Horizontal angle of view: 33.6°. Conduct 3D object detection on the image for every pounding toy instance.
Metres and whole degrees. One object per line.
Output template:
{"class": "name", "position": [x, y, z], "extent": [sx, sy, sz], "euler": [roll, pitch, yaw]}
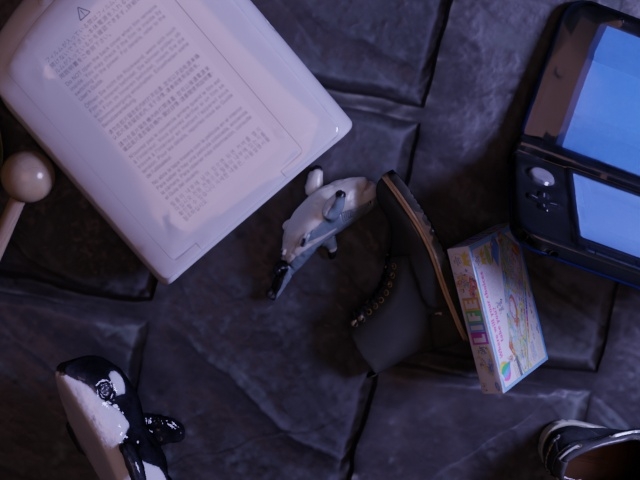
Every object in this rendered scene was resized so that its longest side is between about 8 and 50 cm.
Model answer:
{"class": "pounding toy", "position": [-0.400, -0.071, 1.038], "extent": [0.237, 0.110, 0.183], "euler": [38, 104, 4]}

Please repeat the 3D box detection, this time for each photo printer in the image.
{"class": "photo printer", "position": [-0.160, -0.148, 1.054], "extent": [0.256, 0.107, 0.307], "euler": [-41, 95, 5]}

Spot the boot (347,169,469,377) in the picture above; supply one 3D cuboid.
{"class": "boot", "position": [0.069, 0.040, 1.100], "extent": [0.137, 0.077, 0.198], "euler": [-26, 98, 8]}

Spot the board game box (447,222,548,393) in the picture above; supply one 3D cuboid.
{"class": "board game box", "position": [0.185, 0.068, 1.093], "extent": [0.026, 0.103, 0.154], "euler": [-9, 99, 39]}

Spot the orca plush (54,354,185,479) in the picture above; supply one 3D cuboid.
{"class": "orca plush", "position": [-0.171, 0.233, 1.108], "extent": [0.102, 0.151, 0.287], "euler": [-32, 94, -28]}

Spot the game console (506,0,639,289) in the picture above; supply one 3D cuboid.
{"class": "game console", "position": [0.350, -0.077, 1.046], "extent": [0.293, 0.250, 0.173], "euler": [19, 123, -3]}

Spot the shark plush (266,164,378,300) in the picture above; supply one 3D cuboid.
{"class": "shark plush", "position": [0.000, 0.000, 1.105], "extent": [0.067, 0.073, 0.161], "euler": [30, 90, -36]}

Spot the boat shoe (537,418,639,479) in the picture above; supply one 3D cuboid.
{"class": "boat shoe", "position": [0.354, 0.240, 1.128], "extent": [0.233, 0.079, 0.084], "euler": [4, 95, -3]}
